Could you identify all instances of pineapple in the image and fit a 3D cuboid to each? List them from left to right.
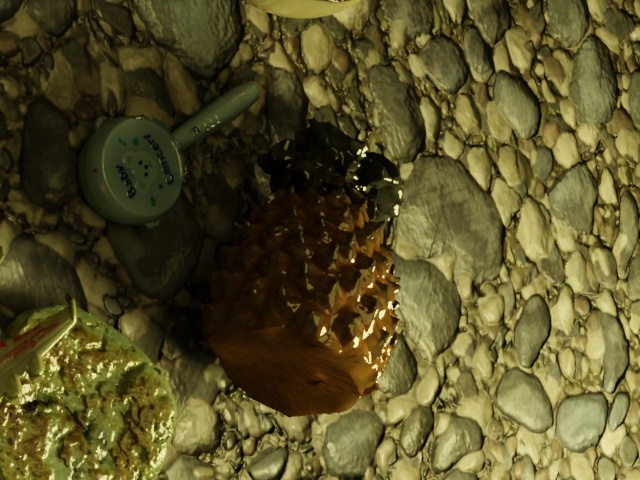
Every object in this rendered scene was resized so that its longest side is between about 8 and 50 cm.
[{"bbox_3d":[0.002,0.000,2.020,0.223,0.223,0.357,38,48,-30],"label":"pineapple"}]

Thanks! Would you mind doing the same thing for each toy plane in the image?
[{"bbox_3d":[-0.339,0.117,1.726,0.229,0.092,0.244,-5,66,-16],"label":"toy plane"}]

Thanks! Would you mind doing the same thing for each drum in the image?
[{"bbox_3d":[-0.151,-0.089,1.983,0.253,0.049,0.130,-18,94,-41],"label":"drum"}]

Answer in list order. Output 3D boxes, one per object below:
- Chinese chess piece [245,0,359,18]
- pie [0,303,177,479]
[{"bbox_3d":[-0.023,-0.381,2.082,0.257,0.104,0.257,3,85,-36],"label":"Chinese chess piece"},{"bbox_3d":[-0.253,0.176,1.847,0.240,0.054,0.240,7,78,-38],"label":"pie"}]
